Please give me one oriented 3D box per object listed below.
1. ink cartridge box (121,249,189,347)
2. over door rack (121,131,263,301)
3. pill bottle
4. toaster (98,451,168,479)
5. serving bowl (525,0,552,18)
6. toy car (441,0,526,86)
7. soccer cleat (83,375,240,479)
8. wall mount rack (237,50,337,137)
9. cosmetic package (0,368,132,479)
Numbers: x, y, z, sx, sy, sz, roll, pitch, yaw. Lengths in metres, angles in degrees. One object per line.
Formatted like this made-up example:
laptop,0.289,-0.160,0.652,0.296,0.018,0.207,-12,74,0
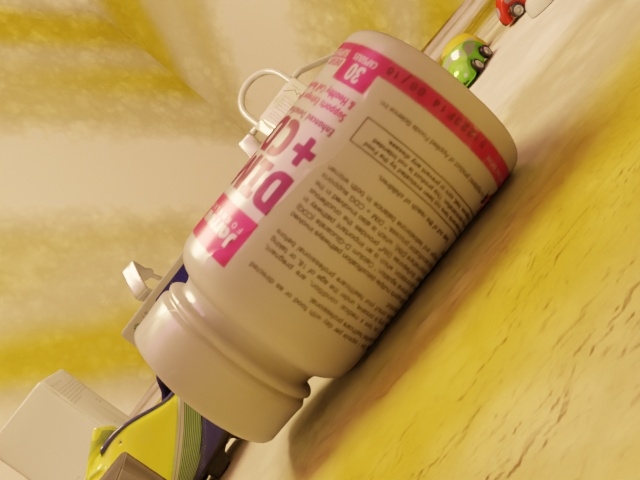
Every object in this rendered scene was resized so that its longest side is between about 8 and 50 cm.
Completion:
ink cartridge box,-0.065,0.040,0.772,0.333,0.165,0.065,-47,6,31
over door rack,-0.112,-0.019,1.002,0.239,0.108,0.324,-47,-20,6
pill bottle,0.000,0.000,0.546,0.283,0.160,0.160,-52,6,1
toaster,-0.092,0.194,0.306,0.186,0.110,0.168,-52,7,-6
serving bowl,0.302,-0.338,0.963,0.083,0.027,0.083,-50,5,6
toy car,0.237,-0.302,1.106,0.239,0.053,0.225,-45,8,48
soccer cleat,-0.175,0.232,0.640,0.093,0.121,0.289,-45,9,44
wall mount rack,0.028,-0.229,1.330,0.304,0.350,0.130,-52,-27,2
cosmetic package,-0.412,0.346,1.235,0.138,0.224,0.224,-52,5,-11
